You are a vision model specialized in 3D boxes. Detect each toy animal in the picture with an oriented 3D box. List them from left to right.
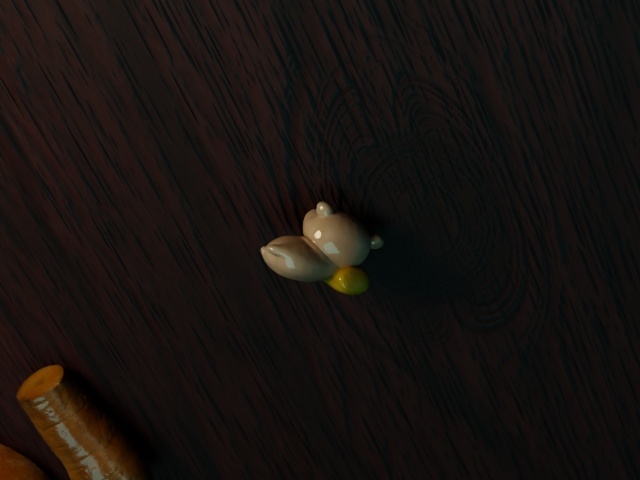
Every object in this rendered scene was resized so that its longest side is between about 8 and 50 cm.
[{"bbox_3d":[0.000,0.000,1.528,0.114,0.091,0.082,15,103,-16],"label":"toy animal"}]

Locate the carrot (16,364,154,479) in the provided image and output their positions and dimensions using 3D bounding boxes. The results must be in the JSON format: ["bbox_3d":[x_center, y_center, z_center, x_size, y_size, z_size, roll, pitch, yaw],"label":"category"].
[{"bbox_3d":[-0.260,0.225,1.756,0.087,0.087,0.193,-24,109,27],"label":"carrot"}]

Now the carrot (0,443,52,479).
[{"bbox_3d":[-0.386,0.408,1.815,0.193,0.331,0.214,-32,135,32],"label":"carrot"}]
